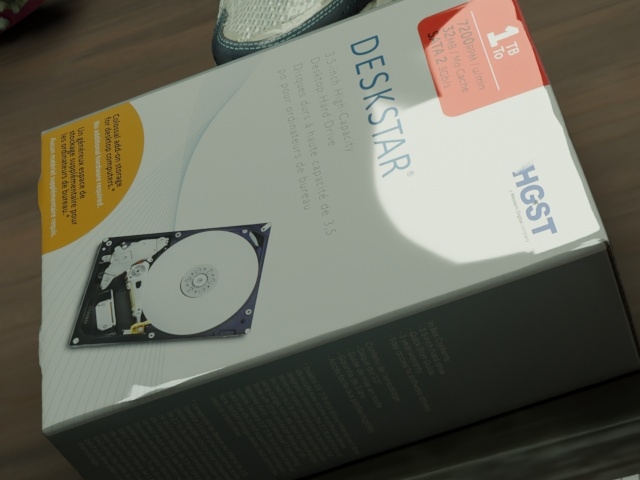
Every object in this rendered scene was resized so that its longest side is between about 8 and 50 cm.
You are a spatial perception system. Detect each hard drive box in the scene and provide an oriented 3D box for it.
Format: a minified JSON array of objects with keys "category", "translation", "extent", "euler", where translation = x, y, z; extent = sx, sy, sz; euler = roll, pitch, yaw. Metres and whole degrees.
[{"category":"hard drive box","translation":[0.000,0.000,0.618],"extent":[0.232,0.089,0.181],"euler":[-19,46,8]}]

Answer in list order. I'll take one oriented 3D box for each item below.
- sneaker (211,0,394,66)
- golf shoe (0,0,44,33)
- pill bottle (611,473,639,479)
[{"category":"sneaker","translation":[-0.003,-0.204,0.774],"extent":[0.110,0.122,0.283],"euler":[3,53,27]},{"category":"golf shoe","translation":[-0.294,-0.192,0.910],"extent":[0.306,0.115,0.140],"euler":[-5,46,20]},{"category":"pill bottle","translation":[0.108,0.132,0.428],"extent":[0.216,0.121,0.121],"euler":[-16,46,12]}]
